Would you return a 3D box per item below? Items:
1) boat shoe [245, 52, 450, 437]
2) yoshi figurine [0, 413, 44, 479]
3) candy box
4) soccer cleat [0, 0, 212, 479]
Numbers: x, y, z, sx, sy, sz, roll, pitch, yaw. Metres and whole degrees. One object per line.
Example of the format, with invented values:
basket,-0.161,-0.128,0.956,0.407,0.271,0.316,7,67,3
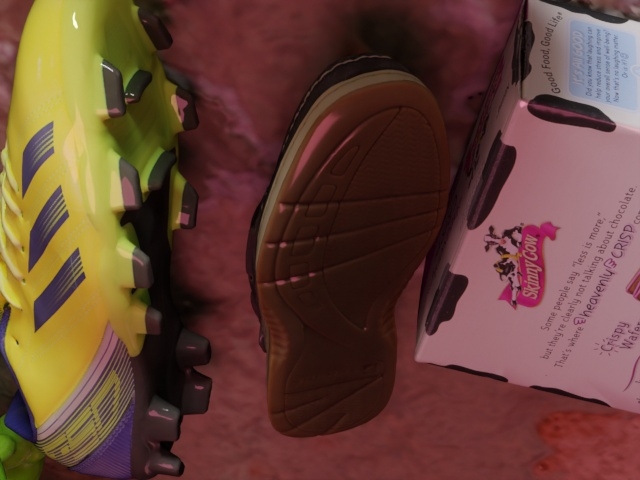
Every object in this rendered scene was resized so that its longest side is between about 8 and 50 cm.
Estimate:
boat shoe,0.001,0.000,0.596,0.080,0.073,0.223,-11,141,-14
yoshi figurine,-0.167,0.201,0.733,0.362,0.203,0.203,38,164,-37
candy box,0.171,0.005,0.571,0.233,0.071,0.159,14,136,-4
soccer cleat,-0.117,0.007,0.616,0.121,0.093,0.289,11,135,10
